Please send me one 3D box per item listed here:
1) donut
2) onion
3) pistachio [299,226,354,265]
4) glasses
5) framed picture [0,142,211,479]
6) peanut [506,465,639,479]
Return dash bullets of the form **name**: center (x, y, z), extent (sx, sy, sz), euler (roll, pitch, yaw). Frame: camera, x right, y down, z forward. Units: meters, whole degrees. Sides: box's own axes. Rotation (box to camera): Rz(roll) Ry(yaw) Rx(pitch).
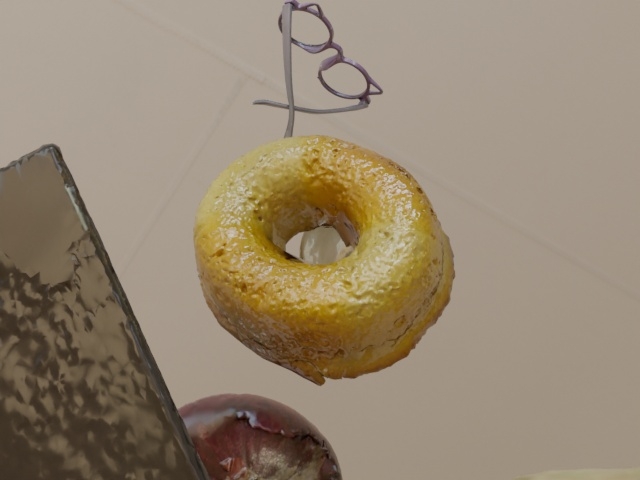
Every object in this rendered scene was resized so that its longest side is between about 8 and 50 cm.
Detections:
- **donut**: center (-0.001, 0.001, 0.621), extent (0.174, 0.190, 0.074), euler (-41, -26, -16)
- **onion**: center (-0.114, 0.312, 1.093), extent (0.272, 0.195, 0.272), euler (-1, -85, -10)
- **pistachio**: center (0.028, 0.041, 0.962), extent (0.113, 0.149, 0.113), euler (1, -16, 0)
- **glasses**: center (-0.009, -0.140, 0.820), extent (0.063, 0.103, 0.140), euler (-4, -39, 38)
- **framed picture**: center (-0.135, 0.161, 0.331), extent (0.244, 0.013, 0.323), euler (-27, -95, 11)
- **peanut**: center (0.141, 0.130, 0.340), extent (0.257, 0.123, 0.123), euler (-21, -59, 1)
